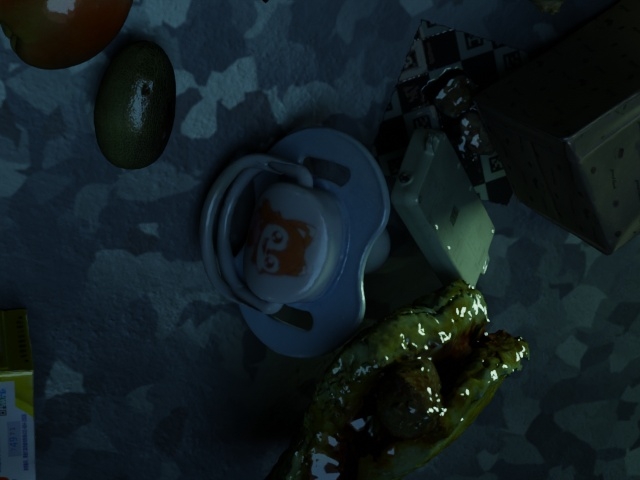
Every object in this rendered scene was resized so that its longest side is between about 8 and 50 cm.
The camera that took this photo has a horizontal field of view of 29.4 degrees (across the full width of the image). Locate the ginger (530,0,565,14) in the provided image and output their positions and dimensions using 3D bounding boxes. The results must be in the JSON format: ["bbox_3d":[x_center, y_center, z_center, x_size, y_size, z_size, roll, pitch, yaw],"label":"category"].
[{"bbox_3d":[0.212,-0.395,1.458,0.375,0.166,0.236,-2,126,-21],"label":"ginger"}]

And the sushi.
[{"bbox_3d":[0.204,-0.158,1.637,0.231,0.047,0.219,13,112,-21],"label":"sushi"}]

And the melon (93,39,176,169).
[{"bbox_3d":[-0.224,-0.165,1.481,0.099,0.099,0.162,4,114,-18],"label":"melon"}]

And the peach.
[{"bbox_3d":[-0.295,-0.286,1.362,0.184,0.184,0.184,-7,117,-13],"label":"peach"}]

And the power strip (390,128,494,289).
[{"bbox_3d":[0.164,-0.035,1.614,0.270,0.046,0.118,54,52,-49],"label":"power strip"}]

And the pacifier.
[{"bbox_3d":[0.000,0.000,1.601,0.233,0.244,0.299,4,104,-51],"label":"pacifier"}]

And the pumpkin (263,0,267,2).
[{"bbox_3d":[-0.050,-0.439,1.366,0.148,0.169,0.312,29,90,-20],"label":"pumpkin"}]

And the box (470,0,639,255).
[{"bbox_3d":[0.389,-0.162,1.560,0.297,0.225,0.190,-33,120,-10],"label":"box"}]

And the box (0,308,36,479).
[{"bbox_3d":[-0.424,0.241,1.592,0.097,0.168,0.265,-3,118,-17],"label":"box"}]

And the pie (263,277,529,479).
[{"bbox_3d":[0.075,0.240,1.640,0.395,0.180,0.418,-25,161,-51],"label":"pie"}]
